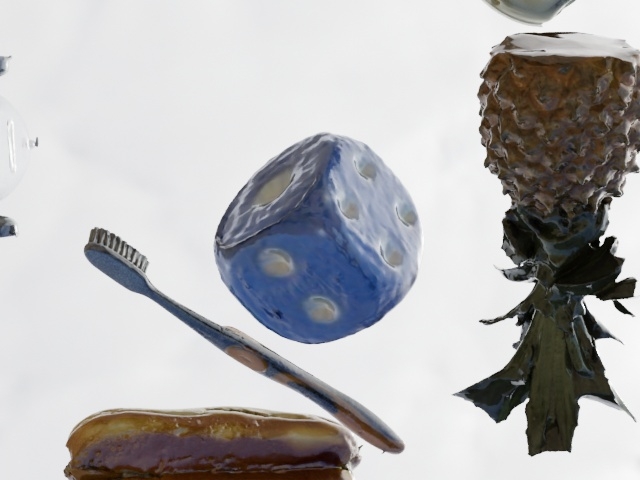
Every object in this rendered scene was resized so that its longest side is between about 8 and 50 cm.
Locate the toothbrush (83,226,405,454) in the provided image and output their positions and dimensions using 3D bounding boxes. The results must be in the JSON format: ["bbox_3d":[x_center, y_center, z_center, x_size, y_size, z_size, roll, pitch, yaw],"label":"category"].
[{"bbox_3d":[-0.048,0.085,1.011,0.023,0.321,0.031,-33,-148,33],"label":"toothbrush"}]

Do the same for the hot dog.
[{"bbox_3d":[-0.102,0.240,1.401,0.100,0.337,0.135,-29,-118,59],"label":"hot dog"}]

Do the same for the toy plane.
[{"bbox_3d":[-0.307,-0.077,1.136,0.118,0.252,0.252,-3,-135,-4],"label":"toy plane"}]

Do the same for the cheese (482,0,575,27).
[{"bbox_3d":[0.170,-0.312,1.262,0.137,0.227,0.064,-35,178,-8],"label":"cheese"}]

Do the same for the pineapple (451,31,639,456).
[{"bbox_3d":[0.150,0.004,0.893,0.130,0.277,0.119,2,-158,11],"label":"pineapple"}]

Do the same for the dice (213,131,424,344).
[{"bbox_3d":[0.000,0.000,1.229,0.143,0.146,0.146,-24,-154,33],"label":"dice"}]
